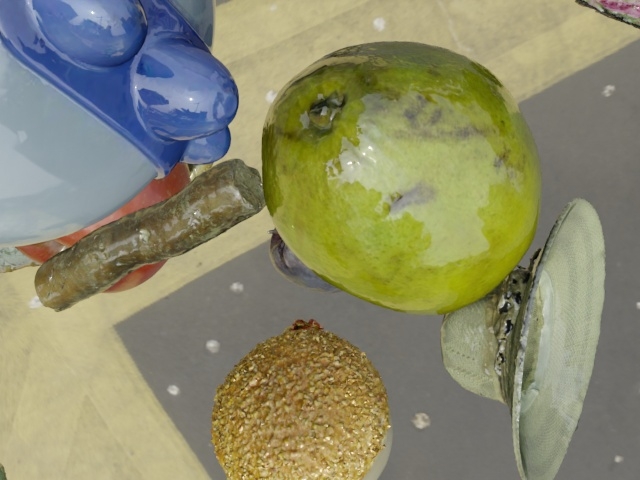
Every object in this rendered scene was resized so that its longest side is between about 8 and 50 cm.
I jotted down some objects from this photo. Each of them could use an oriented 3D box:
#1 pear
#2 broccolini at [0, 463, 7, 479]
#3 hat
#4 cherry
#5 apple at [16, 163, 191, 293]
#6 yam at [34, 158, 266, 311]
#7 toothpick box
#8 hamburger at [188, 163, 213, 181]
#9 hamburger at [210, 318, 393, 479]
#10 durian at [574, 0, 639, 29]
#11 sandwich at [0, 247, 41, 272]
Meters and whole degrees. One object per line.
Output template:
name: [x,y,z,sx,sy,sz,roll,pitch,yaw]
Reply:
pear: [0.063,-0.050,0.736,0.269,0.212,0.212,21,77,-57]
broccolini: [-0.184,0.228,0.722,0.079,0.392,0.074,-16,58,-9]
hat: [0.163,0.080,0.828,0.252,0.110,0.252,-24,118,-58]
cherry: [0.008,0.007,1.659,0.195,0.195,0.195,1,87,-19]
apple: [-0.287,-0.059,1.233,0.260,0.260,0.216,37,62,-14]
yam: [-0.162,-0.002,0.866,0.061,0.253,0.061,43,34,-38]
toothpick box: [-0.201,-0.118,0.507,0.263,0.355,0.263,-16,112,-45]
hamburger: [-0.250,-0.139,1.577,0.177,0.113,0.185,-26,60,14]
hamburger: [-0.030,0.268,1.428,0.276,0.294,0.179,-38,139,-5]
durian: [0.272,-0.213,0.736,0.119,0.187,0.108,-10,125,-57]
sandwich: [-0.517,-0.095,1.325,0.262,0.131,0.325,-15,113,-20]
